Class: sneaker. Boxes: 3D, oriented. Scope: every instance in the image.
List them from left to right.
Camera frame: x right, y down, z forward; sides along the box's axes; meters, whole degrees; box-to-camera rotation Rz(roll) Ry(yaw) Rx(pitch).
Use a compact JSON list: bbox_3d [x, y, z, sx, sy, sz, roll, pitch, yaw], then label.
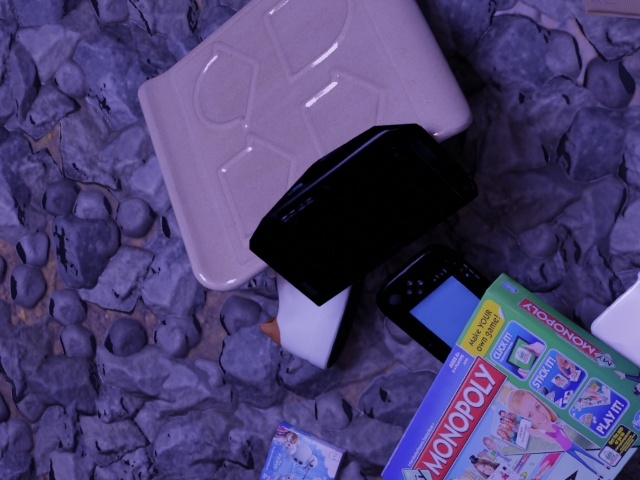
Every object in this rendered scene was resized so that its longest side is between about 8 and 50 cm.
[{"bbox_3d":[0.000,0.000,1.432,0.123,0.106,0.290,23,105,15],"label":"sneaker"}]

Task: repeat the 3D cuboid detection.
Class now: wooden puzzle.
[{"bbox_3d":[-0.022,-0.146,1.392,0.347,0.080,0.322,-33,56,17],"label":"wooden puzzle"}]

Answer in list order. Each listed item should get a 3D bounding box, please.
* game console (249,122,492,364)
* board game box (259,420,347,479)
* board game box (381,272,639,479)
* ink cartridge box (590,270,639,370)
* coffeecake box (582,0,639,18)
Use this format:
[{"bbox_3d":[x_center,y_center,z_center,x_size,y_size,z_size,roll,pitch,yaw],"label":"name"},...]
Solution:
[{"bbox_3d":[0.110,0.031,1.314,0.213,0.044,0.361,-36,124,21],"label":"game console"},{"bbox_3d":[-0.023,0.280,1.518,0.090,0.020,0.090,22,103,17],"label":"board game box"},{"bbox_3d":[0.212,0.213,1.341,0.213,0.046,0.317,35,130,14],"label":"board game box"},{"bbox_3d":[0.468,0.032,1.244,0.207,0.119,0.353,47,109,11],"label":"ink cartridge box"},{"bbox_3d":[0.351,-0.321,1.253,0.142,0.068,0.186,9,81,21],"label":"coffeecake box"}]
